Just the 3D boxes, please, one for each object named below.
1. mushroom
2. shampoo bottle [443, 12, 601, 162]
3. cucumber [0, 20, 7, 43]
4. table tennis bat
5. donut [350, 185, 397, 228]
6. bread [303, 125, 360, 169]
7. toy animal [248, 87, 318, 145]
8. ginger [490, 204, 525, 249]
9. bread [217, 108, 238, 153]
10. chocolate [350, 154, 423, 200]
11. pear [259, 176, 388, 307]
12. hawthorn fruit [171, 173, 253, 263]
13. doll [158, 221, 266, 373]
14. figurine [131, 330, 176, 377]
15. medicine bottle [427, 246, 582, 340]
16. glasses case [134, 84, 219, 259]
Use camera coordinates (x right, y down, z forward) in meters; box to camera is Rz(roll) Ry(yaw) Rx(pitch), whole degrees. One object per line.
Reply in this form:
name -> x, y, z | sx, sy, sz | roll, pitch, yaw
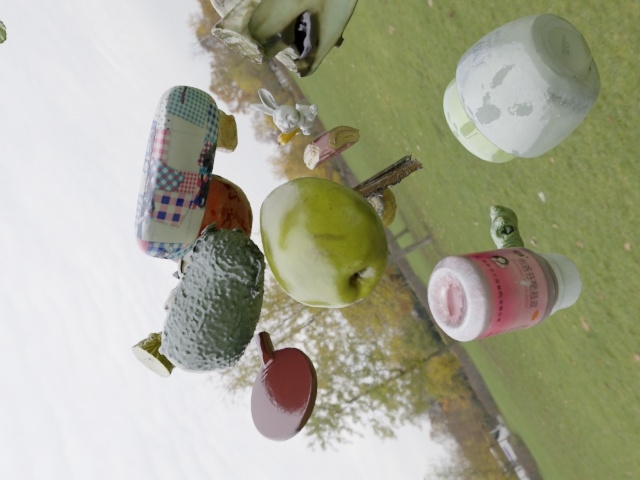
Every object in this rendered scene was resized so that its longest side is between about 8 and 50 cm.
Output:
mushroom -> -0.065, -0.436, 0.959 | 0.212, 0.292, 0.217 | 22, 178, 31
shampoo bottle -> 0.488, -0.364, 1.315 | 0.323, 0.317, 0.322 | 15, -119, -29
cucumber -> -0.655, -0.443, 1.004 | 0.187, 0.058, 0.058 | 47, -177, 9
table tennis bat -> -0.102, 0.324, 1.262 | 0.038, 0.200, 0.310 | 36, -167, -34
donut -> 0.176, -0.117, 2.139 | 0.208, 0.261, 0.128 | 57, -168, 6
bread -> 0.022, -0.277, 1.584 | 0.067, 0.192, 0.119 | 61, -165, 1
toy animal -> -0.112, -0.370, 1.626 | 0.182, 0.131, 0.127 | -3, -135, -34
ginger -> 0.532, 0.006, 1.527 | 0.137, 0.089, 0.289 | 69, -161, -46
bread -> -0.369, -0.369, 1.704 | 0.245, 0.134, 0.244 | 24, -170, -5
chocolate -> 0.141, -0.147, 1.555 | 0.065, 0.329, 0.102 | 60, 176, 5
pear -> 0.000, 0.000, 1.120 | 0.307, 0.253, 0.253 | 38, 168, 47
hawthorn fruit -> -0.333, -0.084, 1.526 | 0.287, 0.287, 0.330 | 47, -138, -66
doll -> -0.248, 0.131, 1.254 | 0.247, 0.349, 0.247 | 20, -159, -8
figurine -> -0.499, 0.317, 1.934 | 0.168, 0.315, 0.187 | 39, 146, 1
medicine bottle -> 0.313, 0.082, 0.910 | 0.147, 0.247, 0.147 | 173, 90, -66
glasses case -> -0.268, -0.124, 1.015 | 0.076, 0.327, 0.125 | 19, -170, 39
